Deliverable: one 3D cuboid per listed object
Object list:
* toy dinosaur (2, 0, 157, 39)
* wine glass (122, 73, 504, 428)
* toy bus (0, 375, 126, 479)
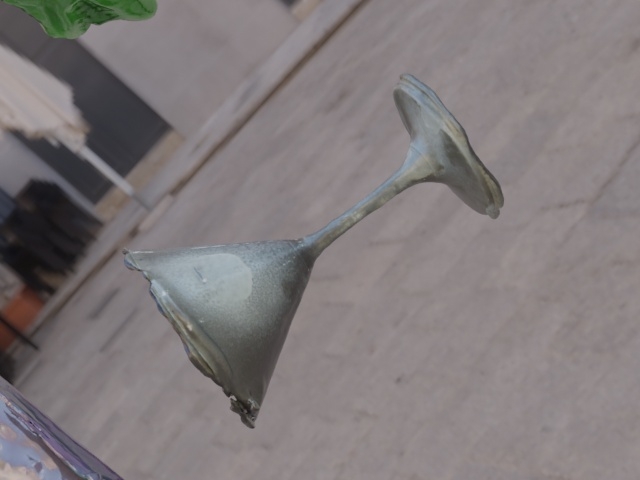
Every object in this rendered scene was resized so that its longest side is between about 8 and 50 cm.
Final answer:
[{"bbox_3d":[-0.037,-0.234,0.439,0.374,0.144,0.500,-11,-19,11],"label":"toy dinosaur"},{"bbox_3d":[0.000,0.000,0.841,0.232,0.156,0.156,-36,13,-5],"label":"wine glass"},{"bbox_3d":[-0.211,0.052,0.530,0.112,0.317,0.138,-46,-8,-22],"label":"toy bus"}]
